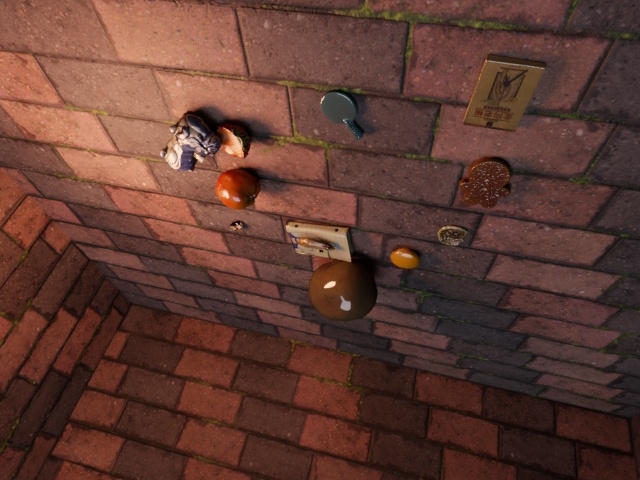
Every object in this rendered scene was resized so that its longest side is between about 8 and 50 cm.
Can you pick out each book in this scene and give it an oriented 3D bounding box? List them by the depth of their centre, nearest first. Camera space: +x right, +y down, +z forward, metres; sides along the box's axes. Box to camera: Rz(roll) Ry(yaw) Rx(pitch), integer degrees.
[{"bbox_3d":[0.523,-0.419,1.250,0.162,0.026,0.230,12,148,8],"label":"book"}]

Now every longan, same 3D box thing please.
[{"bbox_3d":[0.113,0.249,2.210,0.362,0.360,0.360,12,148,8],"label":"longan"}]

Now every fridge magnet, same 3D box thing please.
[{"bbox_3d":[0.405,0.086,2.049,0.143,0.062,0.143,13,147,9],"label":"fridge magnet"}]

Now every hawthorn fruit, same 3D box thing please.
[{"bbox_3d":[-0.356,-0.219,1.843,0.190,0.189,0.189,12,148,8],"label":"hawthorn fruit"}]

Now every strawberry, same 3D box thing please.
[{"bbox_3d":[-0.333,-0.384,1.658,0.187,0.082,0.146,7,128,43],"label":"strawberry"}]

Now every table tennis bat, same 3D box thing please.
[{"bbox_3d":[0.081,-0.419,1.455,0.125,0.033,0.201,-12,136,41],"label":"table tennis bat"}]

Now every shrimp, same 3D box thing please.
[{"bbox_3d":[-0.020,0.020,2.050,0.191,0.042,0.101,10,162,16],"label":"shrimp"}]

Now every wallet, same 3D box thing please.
[{"bbox_3d":[0.000,0.000,2.096,0.310,0.077,0.223,7,144,19],"label":"wallet"}]

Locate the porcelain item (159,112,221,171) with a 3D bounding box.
[{"bbox_3d":[-0.507,-0.372,1.699,0.186,0.137,0.288,34,140,-16],"label":"porcelain item"}]

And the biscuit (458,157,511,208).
[{"bbox_3d":[0.591,-0.204,1.537,0.180,0.039,0.236,13,147,11],"label":"biscuit"}]

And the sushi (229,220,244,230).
[{"bbox_3d":[-0.436,-0.075,2.215,0.083,0.044,0.046,-17,135,40],"label":"sushi"}]

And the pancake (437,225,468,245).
[{"bbox_3d":[0.563,-0.023,1.847,0.116,0.022,0.129,12,143,8],"label":"pancake"}]
